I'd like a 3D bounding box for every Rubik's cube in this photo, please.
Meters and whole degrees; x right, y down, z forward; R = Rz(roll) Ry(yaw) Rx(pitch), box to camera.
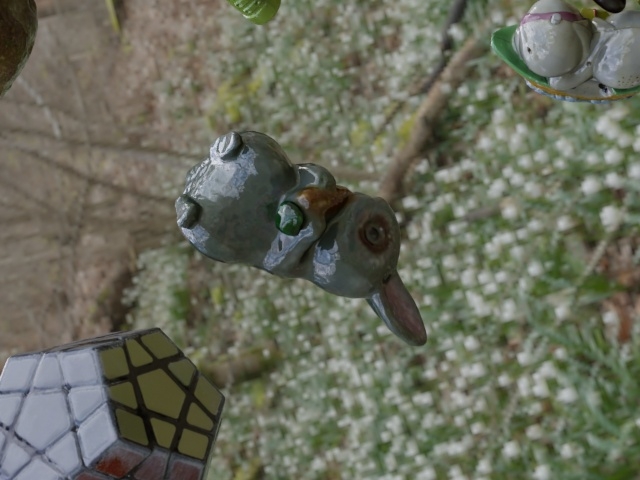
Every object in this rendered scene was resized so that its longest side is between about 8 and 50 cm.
[{"bbox_3d":[-0.265,0.251,1.623,0.319,0.264,0.319,31,145,24],"label":"Rubik's cube"}]

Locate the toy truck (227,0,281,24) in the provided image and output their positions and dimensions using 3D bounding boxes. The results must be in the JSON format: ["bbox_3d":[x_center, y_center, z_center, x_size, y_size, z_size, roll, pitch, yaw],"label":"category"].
[{"bbox_3d":[-0.103,-0.381,1.712,0.210,0.187,0.148,-51,42,36],"label":"toy truck"}]

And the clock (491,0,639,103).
[{"bbox_3d":[0.319,-0.229,1.612,0.144,0.231,0.103,99,175,-69],"label":"clock"}]

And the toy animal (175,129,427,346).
[{"bbox_3d":[0.001,-0.003,1.170,0.125,0.251,0.127,-51,19,30],"label":"toy animal"}]

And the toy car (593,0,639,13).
[{"bbox_3d":[0.342,-0.386,1.531,0.248,0.200,0.142,32,-156,-30],"label":"toy car"}]

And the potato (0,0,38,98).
[{"bbox_3d":[-0.530,-0.282,1.827,0.237,0.289,0.301,-21,112,41],"label":"potato"}]
